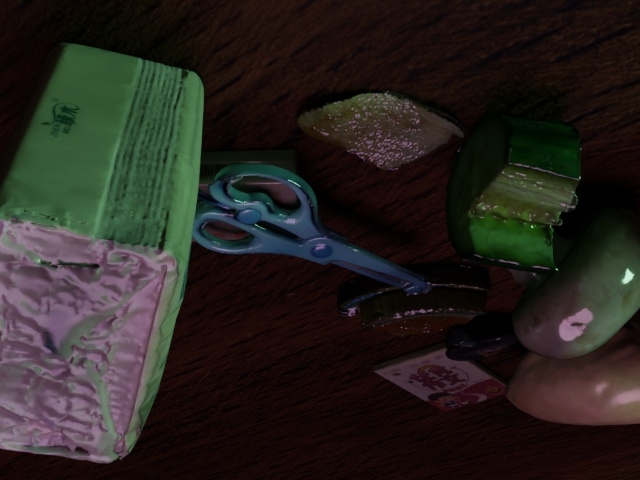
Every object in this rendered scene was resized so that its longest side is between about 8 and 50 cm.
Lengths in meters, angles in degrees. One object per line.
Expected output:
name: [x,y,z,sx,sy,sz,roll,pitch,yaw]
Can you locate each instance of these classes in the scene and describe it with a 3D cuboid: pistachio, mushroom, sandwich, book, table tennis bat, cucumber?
pistachio: [0.453,0.215,1.518,0.318,0.193,0.213,-24,104,41]
mushroom: [0.329,0.036,1.274,0.244,0.243,0.243,1,146,1]
sandwich: [0.143,0.107,1.468,0.235,0.079,0.159,1,146,0]
book: [0.233,0.259,1.744,0.162,0.022,0.232,-25,139,33]
table tennis bat: [0.269,0.172,1.556,0.150,0.027,0.236,-19,160,25]
cucumber: [0.241,-0.065,1.138,0.130,0.191,0.191,7,146,-11]

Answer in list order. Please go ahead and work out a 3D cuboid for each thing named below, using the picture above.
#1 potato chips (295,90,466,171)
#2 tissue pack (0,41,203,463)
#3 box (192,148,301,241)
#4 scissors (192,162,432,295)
potato chips: [0.076,-0.135,1.161,0.209,0.026,0.142,-6,142,7]
tissue pack: [-0.251,0.001,1.005,0.207,0.380,0.297,12,122,-12]
box: [-0.125,-0.058,1.253,0.201,0.058,0.141,-2,146,4]
scissors: [0.000,-0.001,1.254,0.393,0.032,0.180,22,139,-30]
